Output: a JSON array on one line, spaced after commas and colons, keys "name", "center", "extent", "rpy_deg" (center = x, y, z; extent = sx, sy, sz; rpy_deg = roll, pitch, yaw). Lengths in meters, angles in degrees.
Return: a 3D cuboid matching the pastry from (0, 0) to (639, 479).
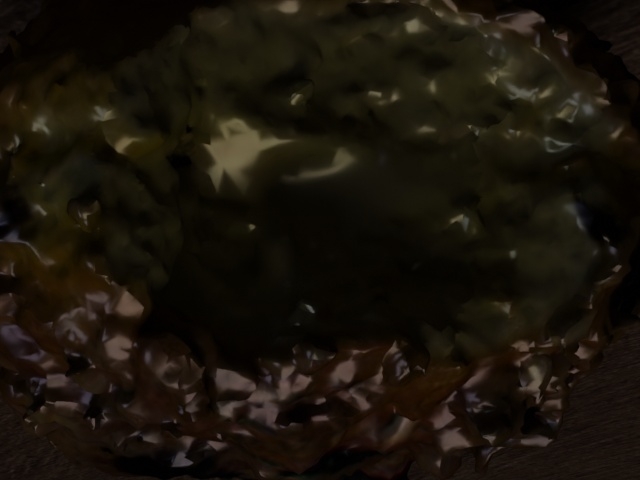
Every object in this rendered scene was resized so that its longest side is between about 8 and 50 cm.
[{"name": "pastry", "center": [-0.013, 0.004, 0.746], "extent": [0.405, 0.292, 0.337], "rpy_deg": [-6, 170, -16]}]
